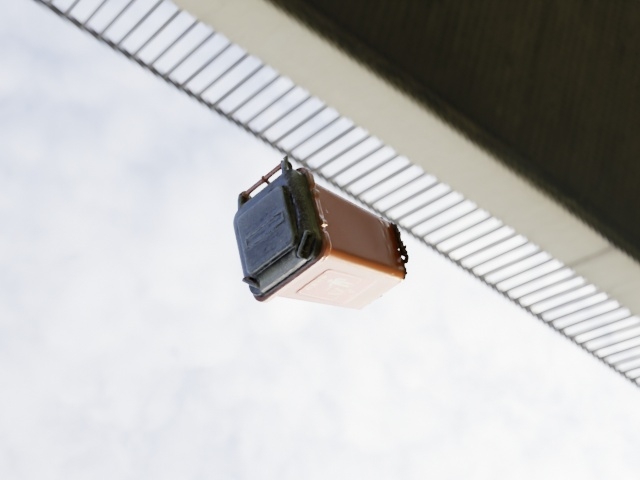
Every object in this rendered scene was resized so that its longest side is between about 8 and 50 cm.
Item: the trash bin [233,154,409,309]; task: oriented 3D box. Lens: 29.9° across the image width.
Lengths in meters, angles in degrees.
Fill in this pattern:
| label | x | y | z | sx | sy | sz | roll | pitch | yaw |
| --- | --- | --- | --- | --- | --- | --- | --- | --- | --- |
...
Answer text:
| label | x | y | z | sx | sy | sz | roll | pitch | yaw |
| --- | --- | --- | --- | --- | --- | --- | --- | --- | --- |
| trash bin | 0.000 | 0.000 | 1.783 | 0.238 | 0.161 | 0.184 | 17 | -133 | -43 |
